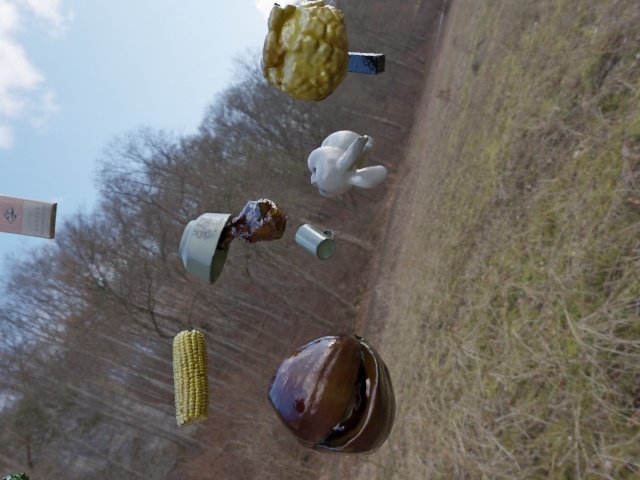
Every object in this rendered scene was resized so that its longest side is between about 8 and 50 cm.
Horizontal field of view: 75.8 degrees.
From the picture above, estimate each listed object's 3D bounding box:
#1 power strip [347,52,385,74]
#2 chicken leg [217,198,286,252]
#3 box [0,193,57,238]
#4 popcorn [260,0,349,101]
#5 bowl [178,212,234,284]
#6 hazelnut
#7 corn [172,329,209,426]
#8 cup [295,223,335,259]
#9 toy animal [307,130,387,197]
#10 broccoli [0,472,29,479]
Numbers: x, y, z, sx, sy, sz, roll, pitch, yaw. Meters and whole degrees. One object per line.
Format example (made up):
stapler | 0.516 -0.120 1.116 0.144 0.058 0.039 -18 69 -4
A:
power strip | 0.085 -0.372 0.860 0.029 0.111 0.037 -30 -49 -37
chicken leg | -0.200 -0.037 1.080 0.093 0.305 0.113 -36 -73 -45
box | -0.367 -0.030 0.499 0.012 0.084 0.046 -115 34 -80
popcorn | -0.028 -0.343 0.748 0.180 0.170 0.180 -43 -3 -3
bowl | -0.328 0.012 1.172 0.211 0.112 0.211 -163 90 -86
hazelnut | 0.032 0.272 0.739 0.217 0.252 0.217 -36 32 27
corn | -0.348 0.365 1.107 0.093 0.094 0.243 85 175 -68
cup | -0.002 0.005 0.872 0.083 0.075 0.054 33 111 51
toy animal | 0.063 -0.195 1.017 0.193 0.179 0.127 -78 -34 -62
broccoli | -0.301 0.350 0.412 0.254 0.269 0.268 -134 53 -58
